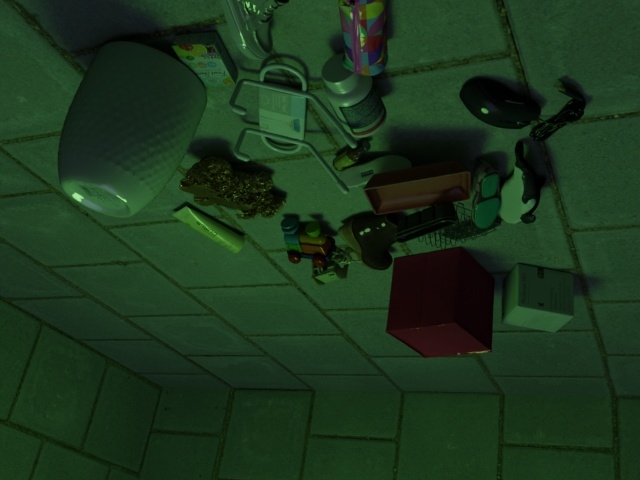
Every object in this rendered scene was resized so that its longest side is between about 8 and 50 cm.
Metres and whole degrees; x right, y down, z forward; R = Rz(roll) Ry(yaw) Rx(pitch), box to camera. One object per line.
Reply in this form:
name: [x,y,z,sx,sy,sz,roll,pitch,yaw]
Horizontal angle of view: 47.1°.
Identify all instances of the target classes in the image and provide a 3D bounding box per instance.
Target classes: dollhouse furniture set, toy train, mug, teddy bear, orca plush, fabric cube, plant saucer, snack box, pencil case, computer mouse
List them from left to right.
mug: [-0.439,-0.213,1.704,0.276,0.328,0.374,15,157,7]
snack box: [-0.254,-0.400,1.632,0.100,0.037,0.141,3,153,17]
teddy bear: [-0.243,-0.146,2.070,0.337,0.113,0.245,20,159,-34]
toy train: [0.000,0.000,2.236,0.247,0.105,0.143,6,141,27]
dollhouse furniture set: [0.020,0.062,2.361,0.160,0.101,0.181,30,147,-34]
pencil case: [0.081,-0.421,1.417,0.104,0.105,0.236,4,153,11]
plant saucer: [0.248,-0.136,1.865,0.258,0.048,0.258,-10,166,9]
fabric cube: [0.387,0.206,2.349,0.259,0.258,0.254,-12,147,36]
computer mouse: [0.443,-0.288,1.594,0.261,0.060,0.184,21,152,-22]
orca plush: [0.517,-0.148,1.852,0.151,0.102,0.287,46,165,40]

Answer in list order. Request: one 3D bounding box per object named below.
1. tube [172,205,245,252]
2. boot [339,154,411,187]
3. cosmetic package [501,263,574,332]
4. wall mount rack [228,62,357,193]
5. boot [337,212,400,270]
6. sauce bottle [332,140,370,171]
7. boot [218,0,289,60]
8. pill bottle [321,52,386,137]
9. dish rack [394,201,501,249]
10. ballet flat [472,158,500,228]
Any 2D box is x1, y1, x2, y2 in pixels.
tube: [-0.354,-0.037,2.347,0.240,0.062,0.070,33,105,-29]
boot: [0.143,-0.180,1.914,0.189,0.069,0.086,-9,-177,8]
cosmetic package: [0.684,0.184,2.323,0.183,0.151,0.151,10,153,-3]
wall mount rack: [-0.057,-0.251,1.734,0.303,0.131,0.350,15,154,4]
boot: [0.195,0.007,2.210,0.206,0.090,0.248,-14,141,41]
sauce bottle: [0.081,-0.216,1.871,0.042,0.042,0.128,25,151,-27]
boot: [-0.117,-0.450,1.425,0.123,0.095,0.258,6,152,23]
pill bottle: [0.071,-0.318,1.606,0.107,0.108,0.180,-2,151,22]
dish rack: [0.366,-0.032,2.061,0.271,0.074,0.208,15,156,-38]
ballet flat: [0.421,-0.127,1.891,0.076,0.079,0.222,-16,142,-2]
